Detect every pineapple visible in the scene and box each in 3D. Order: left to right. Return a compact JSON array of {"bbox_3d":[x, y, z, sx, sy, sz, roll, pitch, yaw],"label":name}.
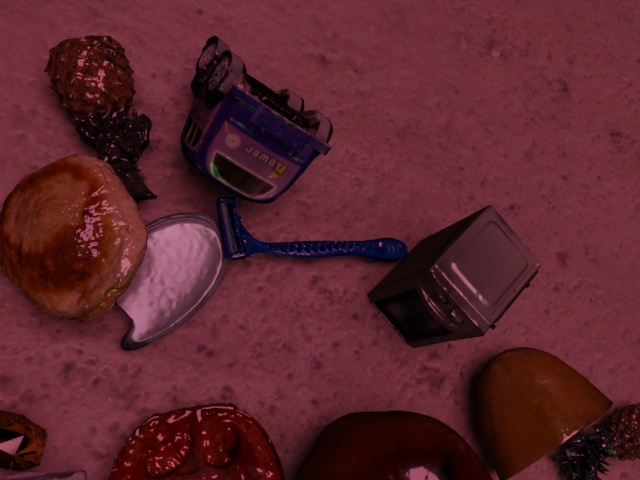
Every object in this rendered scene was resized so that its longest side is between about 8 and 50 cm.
[{"bbox_3d":[-0.287,-0.147,0.966,0.111,0.119,0.237,-12,84,-68],"label":"pineapple"},{"bbox_3d":[0.476,0.328,1.151,0.221,0.083,0.103,-17,87,-24],"label":"pineapple"}]

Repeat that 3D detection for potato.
[{"bbox_3d":[0.312,0.236,1.077,0.203,0.178,0.158,-30,72,-1],"label":"potato"}]

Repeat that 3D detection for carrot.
[{"bbox_3d":[-0.436,0.219,0.832,0.229,0.069,0.069,14,72,-16],"label":"carrot"}]

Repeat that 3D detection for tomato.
[{"bbox_3d":[-0.148,0.321,0.899,0.228,0.101,0.228,6,57,-9],"label":"tomato"}]

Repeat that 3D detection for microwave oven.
[{"bbox_3d":[0.190,0.064,1.039,0.163,0.205,0.129,-41,93,-24],"label":"microwave oven"}]

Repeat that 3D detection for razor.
[{"bbox_3d":[-0.007,0.006,1.043,0.324,0.056,0.093,7,55,-35],"label":"razor"}]

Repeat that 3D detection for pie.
[{"bbox_3d":[-0.306,-0.002,0.881,0.179,0.084,0.205,-34,78,18],"label":"pie"}]

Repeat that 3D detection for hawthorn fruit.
[{"bbox_3d":[0.101,0.345,0.881,0.268,0.301,0.267,3,80,-15],"label":"hawthorn fruit"}]

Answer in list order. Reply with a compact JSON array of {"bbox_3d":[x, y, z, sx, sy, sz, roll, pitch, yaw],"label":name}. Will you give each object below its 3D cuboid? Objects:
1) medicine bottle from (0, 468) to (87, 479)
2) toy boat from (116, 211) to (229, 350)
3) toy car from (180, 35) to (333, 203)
[{"bbox_3d":[-0.330,0.420,0.751,0.190,0.190,0.332,-3,77,-22],"label":"medicine bottle"},{"bbox_3d":[-0.210,0.048,0.968,0.134,0.079,0.207,44,76,2],"label":"toy boat"},{"bbox_3d":[-0.109,-0.157,0.985,0.172,0.235,0.158,30,102,-31],"label":"toy car"}]
